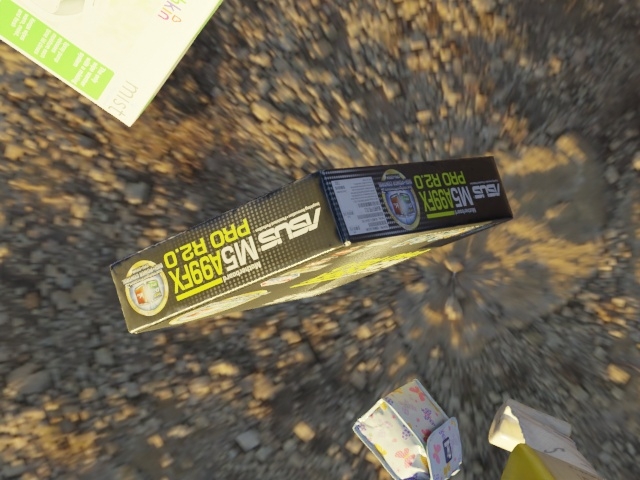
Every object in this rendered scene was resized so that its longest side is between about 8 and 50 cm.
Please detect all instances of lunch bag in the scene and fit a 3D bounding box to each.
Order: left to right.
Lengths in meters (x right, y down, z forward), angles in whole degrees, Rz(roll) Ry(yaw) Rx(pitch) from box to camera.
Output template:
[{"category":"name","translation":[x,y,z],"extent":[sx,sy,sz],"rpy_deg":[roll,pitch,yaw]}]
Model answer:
[{"category":"lunch bag","translation":[0.080,0.163,1.330],"extent":[0.053,0.071,0.083],"rpy_deg":[-44,78,27]}]

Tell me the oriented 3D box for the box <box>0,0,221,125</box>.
[{"category":"box","translation":[-0.202,-0.274,1.536],"extent":[0.231,0.262,0.127],"rpy_deg":[36,51,-9]}]

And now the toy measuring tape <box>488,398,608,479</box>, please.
[{"category":"toy measuring tape","translation":[0.086,0.142,0.627],"extent":[0.121,0.330,0.121],"rpy_deg":[0,94,-1]}]

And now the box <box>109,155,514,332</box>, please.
[{"category":"box","translation":[0.000,0.000,1.289],"extent":[0.216,0.270,0.060],"rpy_deg":[-23,82,32]}]
